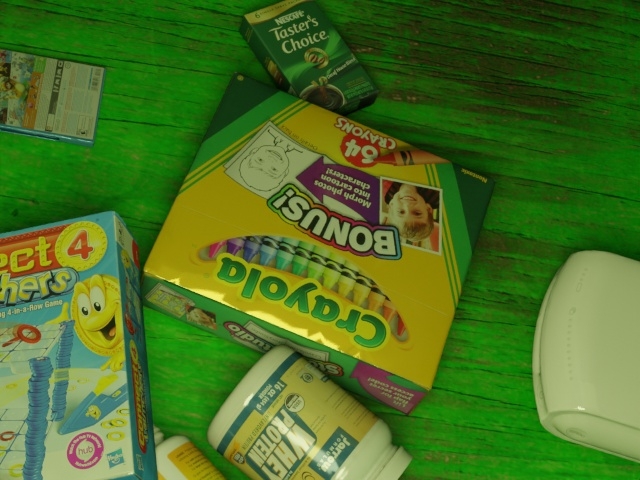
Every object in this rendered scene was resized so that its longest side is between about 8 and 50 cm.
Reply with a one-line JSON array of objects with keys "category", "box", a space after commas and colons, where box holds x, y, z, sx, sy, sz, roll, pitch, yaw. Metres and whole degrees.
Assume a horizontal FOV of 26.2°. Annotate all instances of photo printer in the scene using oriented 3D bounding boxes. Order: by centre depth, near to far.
[{"category": "photo printer", "box": [0.416, 0.156, 1.717, 0.308, 0.107, 0.256, 18, 58, -5]}]

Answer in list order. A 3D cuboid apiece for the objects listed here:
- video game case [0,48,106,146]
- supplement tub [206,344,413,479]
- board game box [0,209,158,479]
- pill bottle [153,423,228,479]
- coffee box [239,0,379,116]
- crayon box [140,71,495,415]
[{"category": "video game case", "box": [-0.364, -0.184, 1.751, 0.166, 0.015, 0.119, 10, 60, -10]}, {"category": "supplement tub", "box": [-0.011, 0.227, 1.537, 0.200, 0.144, 0.144, 37, 58, 8]}, {"category": "board game box", "box": [-0.340, 0.145, 1.461, 0.308, 0.086, 0.302, -12, 63, 5]}, {"category": "pill bottle", "box": [-0.148, 0.293, 1.478, 0.215, 0.117, 0.117, 45, 60, 11]}, {"category": "coffee box", "box": [-0.017, -0.245, 1.865, 0.113, 0.040, 0.184, -24, 70, -25]}, {"category": "crayon box", "box": [0.000, 0.000, 1.692, 0.363, 0.106, 0.313, 22, 58, -2]}]
